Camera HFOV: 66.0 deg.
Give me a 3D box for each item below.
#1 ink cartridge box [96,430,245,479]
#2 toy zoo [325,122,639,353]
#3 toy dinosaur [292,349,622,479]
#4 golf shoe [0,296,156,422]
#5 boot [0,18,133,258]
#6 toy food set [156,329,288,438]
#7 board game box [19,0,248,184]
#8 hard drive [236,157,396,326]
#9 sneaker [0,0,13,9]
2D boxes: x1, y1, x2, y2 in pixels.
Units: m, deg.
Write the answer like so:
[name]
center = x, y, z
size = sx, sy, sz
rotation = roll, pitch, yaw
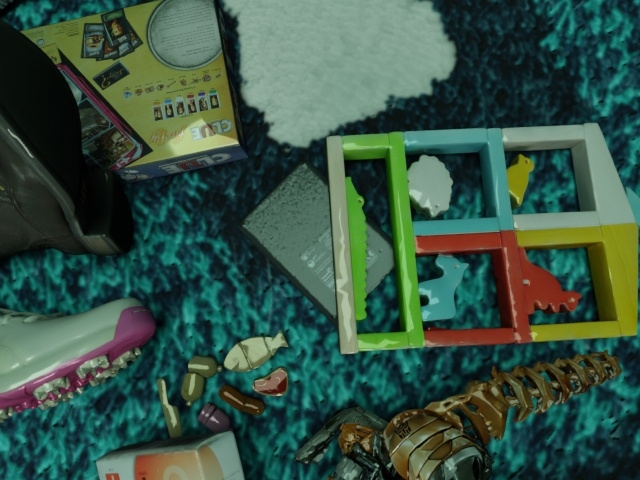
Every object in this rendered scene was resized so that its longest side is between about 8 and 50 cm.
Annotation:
[ink cartridge box]
center = -0.110, 0.252, 0.392
size = 0.145, 0.045, 0.179
rotation = -22, 76, 34
[toy zoo]
center = 0.156, -0.006, 0.434
size = 0.293, 0.030, 0.192
rotation = -2, 78, -2
[toy dinosaur]
center = 0.097, 0.202, 0.372
size = 0.322, 0.164, 0.218
rotation = -49, 64, 18
[golf shoe]
center = -0.299, 0.099, 0.428
size = 0.306, 0.115, 0.140
rotation = -23, 78, 0
[boot]
center = -0.295, -0.040, 0.383
size = 0.229, 0.263, 0.091
rotation = -7, 57, -3
[toy food set]
center = -0.082, 0.136, 0.453
size = 0.122, 0.019, 0.078
rotation = -16, 82, -6
[board game box]
center = -0.206, -0.139, 0.486
size = 0.243, 0.042, 0.165
rotation = -11, 81, 2
[hard drive]
center = 0.000, 0.000, 0.462
size = 0.135, 0.022, 0.094
rotation = 44, 87, 8
[sneaker]
center = -0.348, -0.245, 0.511
size = 0.118, 0.042, 0.067
rotation = -14, 77, 10
